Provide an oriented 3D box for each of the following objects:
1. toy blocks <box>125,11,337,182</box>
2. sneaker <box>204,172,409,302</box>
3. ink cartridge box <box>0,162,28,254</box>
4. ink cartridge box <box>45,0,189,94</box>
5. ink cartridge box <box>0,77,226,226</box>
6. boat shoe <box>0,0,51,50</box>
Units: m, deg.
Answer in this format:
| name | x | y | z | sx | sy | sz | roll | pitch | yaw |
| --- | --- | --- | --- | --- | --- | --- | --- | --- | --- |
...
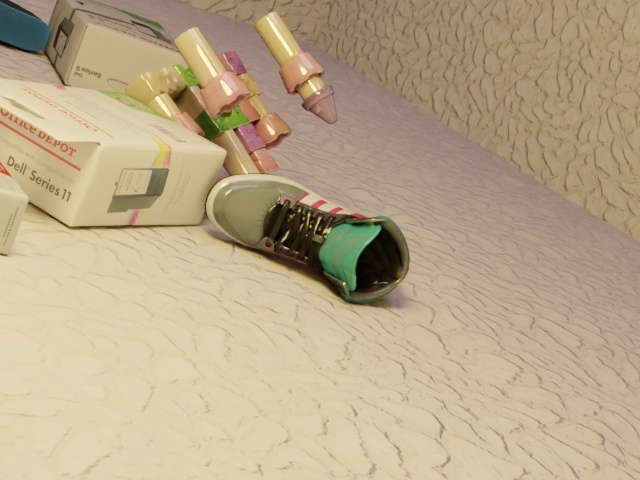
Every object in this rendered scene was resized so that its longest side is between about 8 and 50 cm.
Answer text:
| name | x | y | z | sx | sy | sz | roll | pitch | yaw |
| --- | --- | --- | --- | --- | --- | --- | --- | --- | --- |
| toy blocks | -0.145 | -0.142 | 2.147 | 0.260 | 0.309 | 0.288 | 57 | 32 | 4 |
| sneaker | 0.000 | 0.000 | 1.937 | 0.295 | 0.124 | 0.178 | 17 | 5 | -23 |
| ink cartridge box | -0.424 | -0.055 | 1.566 | 0.175 | 0.072 | 0.127 | 13 | 17 | -33 |
| ink cartridge box | -0.374 | -0.343 | 2.649 | 0.211 | 0.121 | 0.289 | 16 | 15 | -25 |
| ink cartridge box | -0.308 | -0.112 | 1.865 | 0.207 | 0.119 | 0.353 | 30 | 15 | 26 |
| boat shoe | -0.619 | -0.410 | 2.625 | 0.258 | 0.109 | 0.089 | 33 | -2 | -36 |
